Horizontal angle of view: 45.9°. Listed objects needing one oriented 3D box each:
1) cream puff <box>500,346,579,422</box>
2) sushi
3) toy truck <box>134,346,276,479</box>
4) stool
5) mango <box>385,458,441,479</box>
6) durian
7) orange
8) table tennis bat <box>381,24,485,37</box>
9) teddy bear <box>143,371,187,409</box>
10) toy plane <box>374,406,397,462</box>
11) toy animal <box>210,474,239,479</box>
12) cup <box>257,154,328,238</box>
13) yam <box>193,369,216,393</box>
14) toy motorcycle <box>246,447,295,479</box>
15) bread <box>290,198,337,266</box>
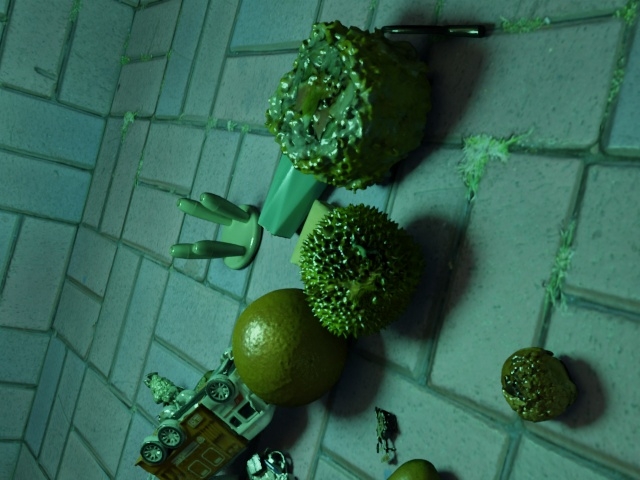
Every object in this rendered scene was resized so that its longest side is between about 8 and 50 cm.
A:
[{"bbox_3d":[0.361,0.245,1.275,0.119,0.104,0.133,-59,40,11],"label":"cream puff"},{"bbox_3d":[0.068,-0.317,1.736,0.351,0.240,0.396,-60,36,22],"label":"sushi"},{"bbox_3d":[-0.262,0.451,1.870,0.387,0.207,0.173,-44,9,20],"label":"toy truck"},{"bbox_3d":[-0.297,-0.028,2.159,0.195,0.199,0.195,-5,74,50],"label":"stool"},{"bbox_3d":[0.157,0.523,1.432,0.221,0.120,0.151,-54,39,15],"label":"mango"},{"bbox_3d":[0.087,0.054,1.572,0.224,0.291,0.291,98,172,-70],"label":"durian"},{"bbox_3d":[-0.071,0.239,1.713,0.274,0.274,0.274,-22,61,48],"label":"orange"},{"bbox_3d":[0.244,-0.461,1.654,0.236,0.150,0.027,13,112,32],"label":"table tennis bat"},{"bbox_3d":[-0.432,0.467,2.235,0.213,0.111,0.133,54,161,27],"label":"teddy bear"},{"bbox_3d":[0.134,0.402,1.579,0.049,0.031,0.120,-38,47,47],"label":"toy plane"},{"bbox_3d":[-0.269,0.715,1.932,0.104,0.131,0.220,-14,69,35],"label":"toy animal"},{"bbox_3d":[-0.063,-0.125,1.946,0.235,0.134,0.148,-63,35,23],"label":"cup"},{"bbox_3d":[-0.298,0.465,2.038,0.254,0.154,0.154,-62,38,22],"label":"yam"},{"bbox_3d":[-0.119,0.610,1.795,0.150,0.102,0.221,-37,51,14],"label":"toy motorcycle"},{"bbox_3d":[0.000,0.000,1.868,0.139,0.060,0.178,36,107,52],"label":"bread"}]
